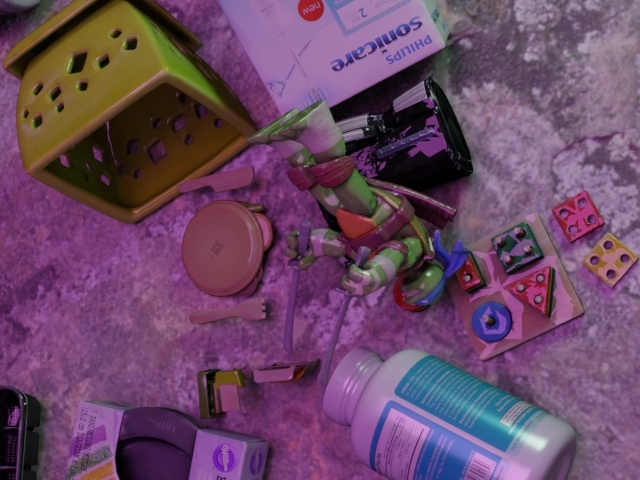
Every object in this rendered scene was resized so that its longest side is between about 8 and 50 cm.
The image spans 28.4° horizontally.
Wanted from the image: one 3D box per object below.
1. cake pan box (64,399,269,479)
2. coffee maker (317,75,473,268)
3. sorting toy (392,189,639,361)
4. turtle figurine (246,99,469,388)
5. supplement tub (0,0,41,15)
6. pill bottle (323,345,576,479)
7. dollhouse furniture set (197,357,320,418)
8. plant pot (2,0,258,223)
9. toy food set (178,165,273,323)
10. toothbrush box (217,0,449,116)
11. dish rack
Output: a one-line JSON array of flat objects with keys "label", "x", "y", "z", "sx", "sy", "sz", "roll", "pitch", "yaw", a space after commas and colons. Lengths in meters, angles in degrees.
[{"label": "cake pan box", "x": -0.202, "y": 0.337, "z": 1.546, "sx": 0.246, "sy": 0.070, "sz": 0.266, "roll": 11, "pitch": 89, "yaw": 22}, {"label": "coffee maker", "x": 0.087, "y": -0.084, "z": 1.507, "sx": 0.178, "sy": 0.120, "sz": 0.171, "roll": -20, "pitch": 103, "yaw": 19}, {"label": "sorting toy", "x": 0.220, "y": 0.047, "z": 1.449, "sx": 0.275, "sy": 0.046, "sz": 0.132, "roll": -27, "pitch": 70, "yaw": 15}, {"label": "turtle figurine", "x": 0.000, "y": 0.000, "z": 1.384, "sx": 0.275, "sy": 0.198, "sz": 0.266, "roll": -29, "pitch": 102, "yaw": 16}, {"label": "supplement tub", "x": -0.565, "y": -0.400, "z": 1.779, "sx": 0.338, "sy": 0.207, "sz": 0.207, "roll": -6, "pitch": 77, "yaw": 22}, {"label": "pill bottle", "x": 0.135, "y": 0.213, "z": 1.395, "sx": 0.264, "sy": 0.146, "sz": 0.146, "roll": 26, "pitch": 90, "yaw": 25}, {"label": "dollhouse furniture set", "x": -0.077, "y": 0.181, "z": 1.535, "sx": 0.152, "sy": 0.076, "sz": 0.058, "roll": -7, "pitch": 89, "yaw": 23}, {"label": "plant pot", "x": -0.250, "y": -0.185, "z": 1.601, "sx": 0.228, "sy": 0.227, "sz": 0.207, "roll": -34, "pitch": 62, "yaw": 14}, {"label": "toy food set", "x": -0.117, "y": 0.010, "z": 1.607, "sx": 0.132, "sy": 0.038, "sz": 0.192, "roll": -9, "pitch": 81, "yaw": 28}, {"label": "toothbrush box", "x": -0.008, "y": -0.316, "z": 1.507, "sx": 0.216, "sy": 0.126, "sz": 0.295, "roll": -25, "pitch": 103, "yaw": 15}, {"label": "dish rack", "x": -0.494, "y": 0.299, "z": 1.680, "sx": 0.272, "sy": 0.074, "sz": 0.208, "roll": -2, "pitch": 78, "yaw": 22}]
